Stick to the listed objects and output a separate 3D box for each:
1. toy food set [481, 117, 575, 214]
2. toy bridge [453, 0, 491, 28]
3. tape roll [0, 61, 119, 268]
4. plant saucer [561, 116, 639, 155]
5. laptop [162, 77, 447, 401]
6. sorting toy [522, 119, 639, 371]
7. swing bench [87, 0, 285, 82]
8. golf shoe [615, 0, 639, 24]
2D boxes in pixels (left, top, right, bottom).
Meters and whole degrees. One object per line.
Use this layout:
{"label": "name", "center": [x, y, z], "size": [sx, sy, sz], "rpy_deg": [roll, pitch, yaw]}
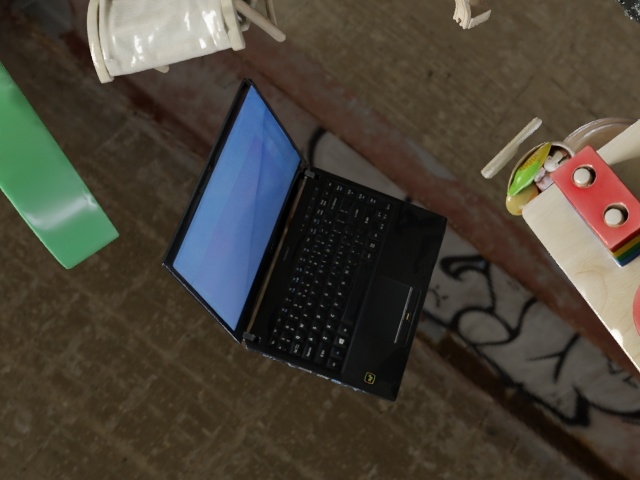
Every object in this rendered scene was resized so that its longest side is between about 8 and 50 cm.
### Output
{"label": "toy food set", "center": [0.332, -0.085, 1.460], "size": [0.192, 0.132, 0.038], "rpy_deg": [39, -173, -42]}
{"label": "toy bridge", "center": [0.161, -0.279, 0.966], "size": [0.063, 0.188, 0.026], "rpy_deg": [-30, -112, -23]}
{"label": "tape roll", "center": [-0.358, -0.117, 1.159], "size": [0.077, 0.321, 0.321], "rpy_deg": [-34, -102, -10]}
{"label": "plant saucer", "center": [0.522, -0.080, 1.684], "size": [0.278, 0.041, 0.277], "rpy_deg": [0, -98, 1]}
{"label": "laptop", "center": [0.000, 0.000, 1.005], "size": [0.265, 0.136, 0.234], "rpy_deg": [21, -117, -2]}
{"label": "sorting toy", "center": [0.335, -0.017, 0.829], "size": [0.255, 0.257, 0.089], "rpy_deg": [59, -167, 29]}
{"label": "swing bench", "center": [-0.223, -0.376, 1.637], "size": [0.255, 0.253, 0.165], "rpy_deg": [-43, -58, -70]}
{"label": "golf shoe", "center": [0.423, -0.369, 1.285], "size": [0.094, 0.198, 0.077], "rpy_deg": [-33, -140, 0]}
